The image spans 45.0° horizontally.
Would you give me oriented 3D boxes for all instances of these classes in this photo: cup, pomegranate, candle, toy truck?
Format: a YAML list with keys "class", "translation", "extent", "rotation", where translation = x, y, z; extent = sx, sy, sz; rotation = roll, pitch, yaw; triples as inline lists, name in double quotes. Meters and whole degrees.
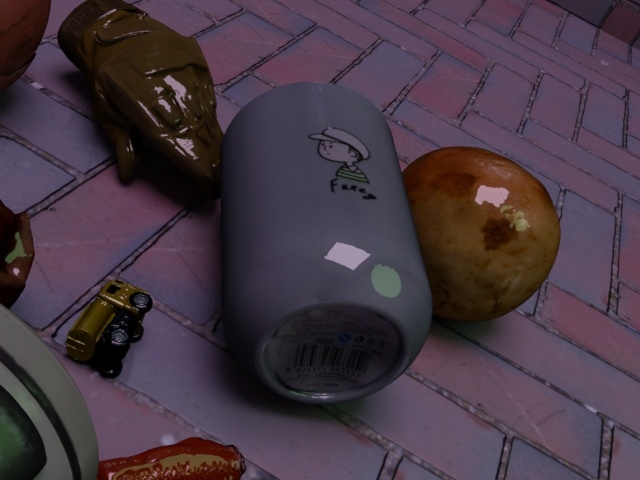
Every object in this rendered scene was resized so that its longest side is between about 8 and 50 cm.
- class: "cup"
  translation: [0.000, 0.000, 0.794]
  extent: [0.205, 0.205, 0.312]
  rotation: [14, 37, -18]
- class: "pomegranate"
  translation: [0.187, -0.012, 0.925]
  extent: [0.215, 0.215, 0.215]
  rotation: [18, 36, -13]
- class: "candle"
  translation: [-0.137, 0.184, 0.603]
  extent: [0.162, 0.048, 0.053]
  rotation: [5, 82, -38]
- class: "toy truck"
  translation: [-0.191, 0.076, 0.707]
  extent: [0.054, 0.049, 0.083]
  rotation: [24, 36, -2]

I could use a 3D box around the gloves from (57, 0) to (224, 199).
- class: "gloves"
  translation: [-0.209, -0.186, 0.953]
  extent: [0.154, 0.141, 0.331]
  rotation: [-10, 49, -43]

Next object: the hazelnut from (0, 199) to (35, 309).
- class: "hazelnut"
  translation: [-0.324, 0.004, 0.605]
  extent: [0.170, 0.160, 0.201]
  rotation: [38, 17, -54]

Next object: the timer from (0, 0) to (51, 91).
- class: "timer"
  translation: [-0.419, -0.272, 0.851]
  extent: [0.229, 0.215, 0.229]
  rotation: [26, 33, -19]

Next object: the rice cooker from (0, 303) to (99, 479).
- class: "rice cooker"
  translation: [-0.253, 0.141, 0.436]
  extent: [0.226, 0.226, 0.244]
  rotation: [29, 32, 3]
